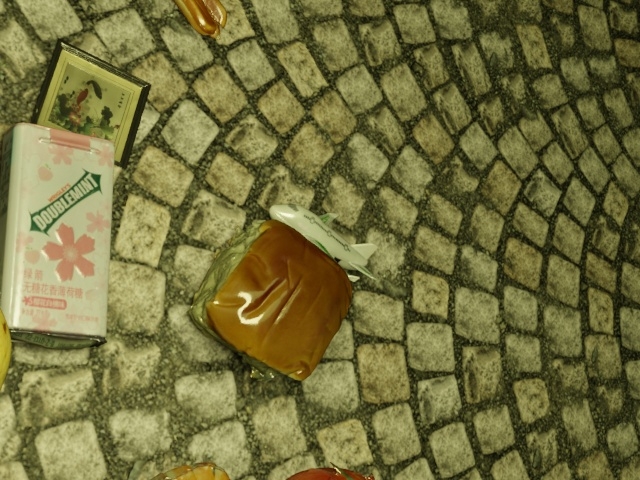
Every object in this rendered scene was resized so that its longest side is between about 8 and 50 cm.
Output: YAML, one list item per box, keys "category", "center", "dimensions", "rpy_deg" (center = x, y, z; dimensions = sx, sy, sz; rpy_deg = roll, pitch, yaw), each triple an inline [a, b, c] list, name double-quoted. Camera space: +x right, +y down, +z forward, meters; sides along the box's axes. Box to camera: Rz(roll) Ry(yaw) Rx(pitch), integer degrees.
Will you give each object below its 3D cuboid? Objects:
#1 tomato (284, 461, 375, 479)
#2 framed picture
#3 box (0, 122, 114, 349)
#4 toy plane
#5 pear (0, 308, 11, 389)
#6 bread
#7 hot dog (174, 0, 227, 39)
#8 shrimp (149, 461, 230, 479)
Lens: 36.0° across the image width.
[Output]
- category: "tomato"
  center: [0.002, 0.576, 1.727]
  dimensions: [0.341, 0.273, 0.341]
  rpy_deg: [40, 28, -27]
- category: "framed picture"
  center: [-0.423, -0.252, 1.829]
  dimensions: [0.199, 0.010, 0.195]
  rpy_deg: [25, 63, -28]
- category: "box"
  center: [-0.454, 0.000, 1.673]
  dimensions: [0.190, 0.112, 0.369]
  rpy_deg: [11, 72, -33]
- category: "toy plane"
  center: [-0.002, 0.004, 1.974]
  dimensions: [0.255, 0.101, 0.251]
  rpy_deg: [27, 23, -23]
- category: "pear"
  center: [-0.602, 0.161, 1.398]
  dimensions: [0.309, 0.309, 0.309]
  rpy_deg: [11, 70, -33]
- category: "bread"
  center: [-0.090, 0.116, 1.822]
  dimensions: [0.250, 0.225, 0.279]
  rpy_deg: [41, 58, -18]
- category: "hot dog"
  center: [-0.268, -0.505, 1.984]
  dimensions: [0.092, 0.062, 0.235]
  rpy_deg: [-35, 95, -38]
- category: "shrimp"
  center: [-0.274, 0.484, 1.684]
  dimensions: [0.317, 0.062, 0.164]
  rpy_deg: [-10, 85, -40]
